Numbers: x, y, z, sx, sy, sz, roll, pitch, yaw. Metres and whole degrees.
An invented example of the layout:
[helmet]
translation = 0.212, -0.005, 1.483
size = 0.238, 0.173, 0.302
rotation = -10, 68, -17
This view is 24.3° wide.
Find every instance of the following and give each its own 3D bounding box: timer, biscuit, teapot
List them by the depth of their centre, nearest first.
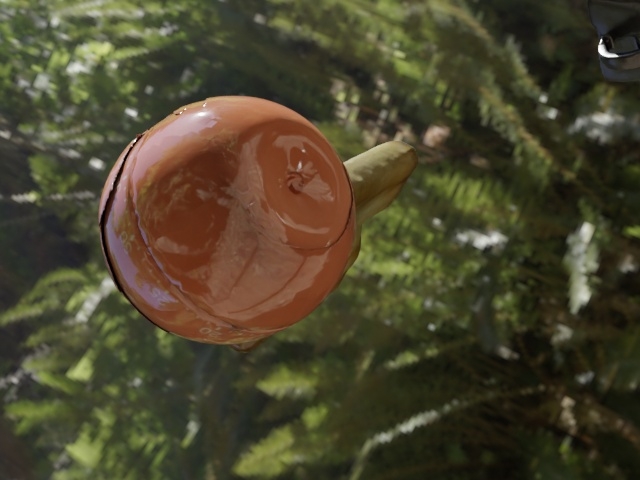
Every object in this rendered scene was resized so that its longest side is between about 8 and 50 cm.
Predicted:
[teapot]
translation = 0.301, -0.193, 1.246
size = 0.177, 0.096, 0.087
rotation = -42, -50, -30
[timer]
translation = -0.087, -0.018, 1.392
size = 0.230, 0.215, 0.229
rotation = 22, -123, -37
[biscuit]
translation = 0.000, 0.000, 1.727
size = 0.236, 0.062, 0.291
rotation = -59, -11, 27
